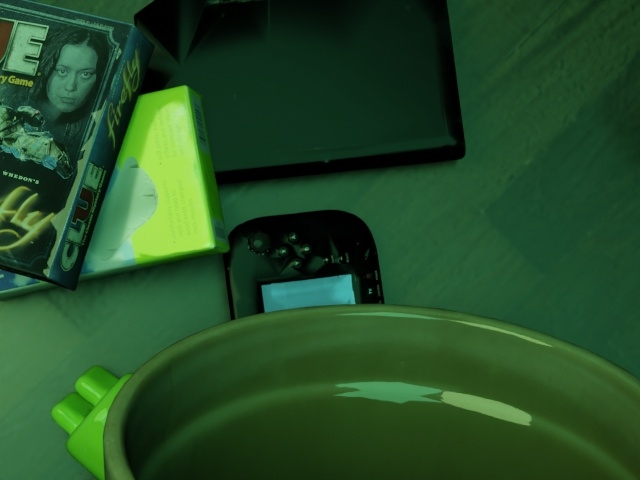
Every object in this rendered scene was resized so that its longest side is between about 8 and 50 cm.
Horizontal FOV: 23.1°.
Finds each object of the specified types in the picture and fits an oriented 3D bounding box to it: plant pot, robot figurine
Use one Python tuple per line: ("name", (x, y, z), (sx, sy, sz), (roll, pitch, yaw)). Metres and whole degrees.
("plant pot", (0.040, 0.227, 0.889), (0.323, 0.323, 0.280), (1, 114, -6))
("robot figurine", (-0.115, 0.131, 1.001), (0.115, 0.067, 0.101), (42, 99, -1))

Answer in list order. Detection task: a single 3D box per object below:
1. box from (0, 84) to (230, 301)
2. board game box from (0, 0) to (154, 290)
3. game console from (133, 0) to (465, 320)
("box", (-0.156, -0.028, 1.003), (0.178, 0.042, 0.109), (-12, 83, 10))
("board game box", (-0.243, -0.079, 0.984), (0.243, 0.042, 0.165), (14, 81, 17))
("game console", (0.000, 0.000, 1.040), (0.213, 0.044, 0.361), (-7, 85, -6))
